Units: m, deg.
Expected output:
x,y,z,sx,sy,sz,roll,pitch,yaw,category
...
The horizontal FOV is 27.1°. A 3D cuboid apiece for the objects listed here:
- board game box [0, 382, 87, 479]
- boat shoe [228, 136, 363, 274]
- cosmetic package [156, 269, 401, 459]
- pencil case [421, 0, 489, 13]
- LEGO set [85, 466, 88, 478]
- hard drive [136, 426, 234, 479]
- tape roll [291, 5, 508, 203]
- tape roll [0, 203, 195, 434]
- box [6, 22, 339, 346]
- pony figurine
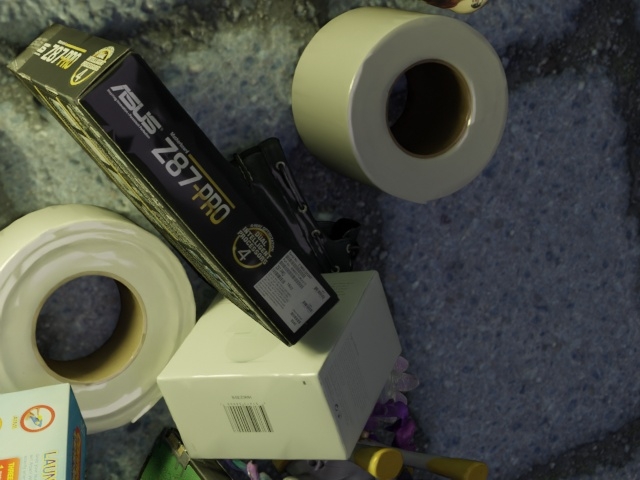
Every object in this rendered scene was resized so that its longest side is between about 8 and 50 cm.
x,y,z,sx,sy,sz,roll,pitch,yaw,category
-0.426,0.322,1.507,0.302,0.308,0.086,-9,132,1,board game box
-0.001,-0.002,1.799,0.113,0.127,0.340,-40,108,1,boat shoe
-0.046,0.156,1.678,0.224,0.224,0.138,-58,137,-50,cosmetic package
0.054,-0.407,1.689,0.410,0.183,0.159,9,98,-29,pencil case
-0.356,0.416,1.552,0.255,0.331,0.192,-8,141,-28,LEGO set
-0.222,0.435,1.734,0.064,0.237,0.339,23,91,-24,hard drive
0.105,-0.186,1.779,0.246,0.169,0.246,-7,107,-25,tape roll
-0.305,0.100,1.686,0.286,0.100,0.286,-7,106,-26,tape roll
-0.179,-0.071,1.580,0.097,0.318,0.395,-45,117,-11,box
0.038,0.294,1.808,0.351,0.363,0.302,16,88,-45,pony figurine
